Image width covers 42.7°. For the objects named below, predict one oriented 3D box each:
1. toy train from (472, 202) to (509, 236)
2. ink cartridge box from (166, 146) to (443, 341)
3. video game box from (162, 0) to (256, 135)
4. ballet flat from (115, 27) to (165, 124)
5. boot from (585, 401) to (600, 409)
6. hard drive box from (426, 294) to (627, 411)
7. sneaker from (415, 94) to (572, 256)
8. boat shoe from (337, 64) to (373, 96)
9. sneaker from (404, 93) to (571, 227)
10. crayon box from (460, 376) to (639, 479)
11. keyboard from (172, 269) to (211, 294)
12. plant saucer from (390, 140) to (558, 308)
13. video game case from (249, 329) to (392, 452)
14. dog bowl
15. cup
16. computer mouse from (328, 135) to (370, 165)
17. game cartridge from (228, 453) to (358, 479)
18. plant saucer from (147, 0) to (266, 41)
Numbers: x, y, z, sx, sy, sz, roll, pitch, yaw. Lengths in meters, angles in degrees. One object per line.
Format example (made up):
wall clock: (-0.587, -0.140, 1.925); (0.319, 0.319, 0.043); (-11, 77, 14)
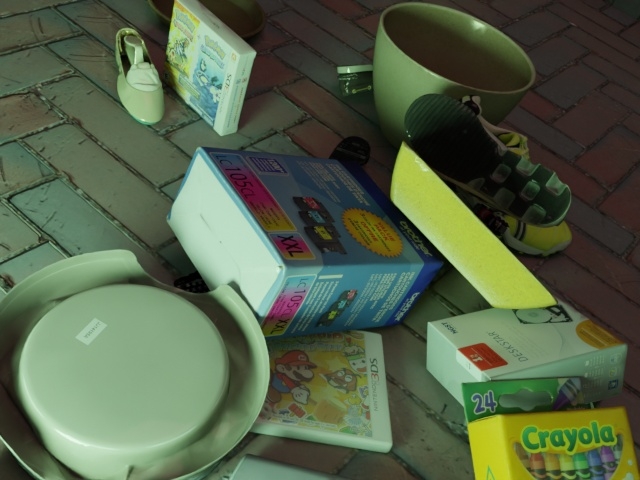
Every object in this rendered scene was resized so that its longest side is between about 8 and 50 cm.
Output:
toy train: (0.282, -0.038, 1.378); (0.036, 0.027, 0.158); (35, 10, -7)
ink cartridge box: (0.000, 0.000, 1.280); (0.396, 0.151, 0.270); (1, 42, -44)
video game box: (-0.217, -0.333, 1.564); (0.048, 0.187, 0.205); (-22, 56, -41)
ballet flat: (-0.352, -0.326, 1.578); (0.086, 0.086, 0.248); (-3, 46, -27)
boot: (0.321, 0.262, 1.238); (0.209, 0.076, 0.189); (-3, 43, -17)
hard drive box: (0.303, 0.176, 1.225); (0.232, 0.089, 0.181); (-11, 25, -20)
sneaker: (0.350, -0.112, 1.544); (0.385, 0.147, 0.145); (38, 38, -17)
boat shoe: (0.132, -0.365, 1.855); (0.228, 0.068, 0.081); (-11, 14, -36)
sneaker: (0.283, -0.125, 1.427); (0.330, 0.122, 0.146); (43, 4, 18)
crayon box: (0.304, 0.328, 1.031); (0.203, 0.083, 0.322); (1, 70, -23)
keyboard: (-0.177, 0.076, 1.231); (0.180, 0.023, 0.108); (-12, 40, -27)
plant saucer: (0.225, -0.017, 1.356); (0.333, 0.081, 0.333); (46, 8, 0)
video game case: (-0.012, 0.198, 1.183); (0.227, 0.026, 0.206); (12, 40, -12)
dog bowl: (-0.243, 0.171, 1.027); (0.349, 0.102, 0.348); (9, 45, -9)
cup: (0.241, -0.307, 1.702); (0.331, 0.237, 0.331); (13, 40, -11)
computer mouse: (0.032, -0.123, 1.564); (0.071, 0.041, 0.242); (23, 45, 15)
game cartridge: (-0.043, 0.387, 0.938); (0.196, 0.060, 0.294); (12, 40, -5)
plant saucer: (-0.263, -0.525, 1.876); (0.278, 0.041, 0.277); (13, 40, -11)
